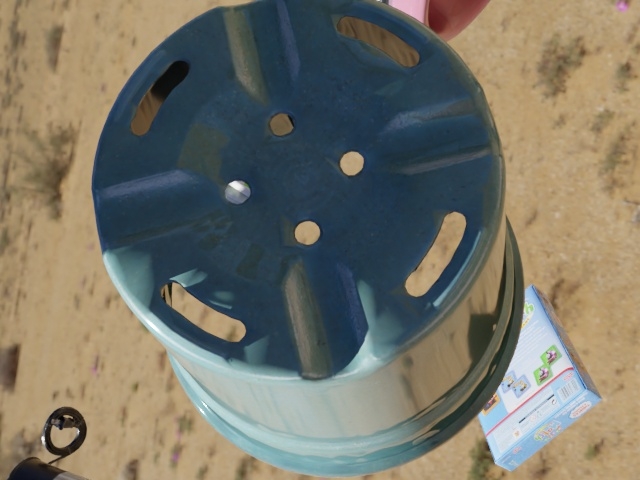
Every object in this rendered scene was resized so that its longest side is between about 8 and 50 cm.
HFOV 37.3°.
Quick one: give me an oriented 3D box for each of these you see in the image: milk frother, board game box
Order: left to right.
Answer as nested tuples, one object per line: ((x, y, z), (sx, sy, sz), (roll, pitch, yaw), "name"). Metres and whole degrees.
((-0.308, 0.300, 1.203), (0.129, 0.135, 0.143), (-9, -69, -69), "milk frother")
((0.273, 0.181, 1.286), (0.160, 0.039, 0.211), (-46, 32, 22), "board game box")

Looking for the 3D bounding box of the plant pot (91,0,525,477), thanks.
((0.000, 0.000, 0.721), (0.334, 0.341, 0.341), (70, -157, -73), "plant pot")

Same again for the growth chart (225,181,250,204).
((-0.149, -0.011, 1.245), (0.021, 0.172, 0.237), (-46, -10, -46), "growth chart")

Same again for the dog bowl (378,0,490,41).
((0.151, -0.408, 1.093), (0.408, 0.150, 0.408), (-50, -17, -21), "dog bowl")
